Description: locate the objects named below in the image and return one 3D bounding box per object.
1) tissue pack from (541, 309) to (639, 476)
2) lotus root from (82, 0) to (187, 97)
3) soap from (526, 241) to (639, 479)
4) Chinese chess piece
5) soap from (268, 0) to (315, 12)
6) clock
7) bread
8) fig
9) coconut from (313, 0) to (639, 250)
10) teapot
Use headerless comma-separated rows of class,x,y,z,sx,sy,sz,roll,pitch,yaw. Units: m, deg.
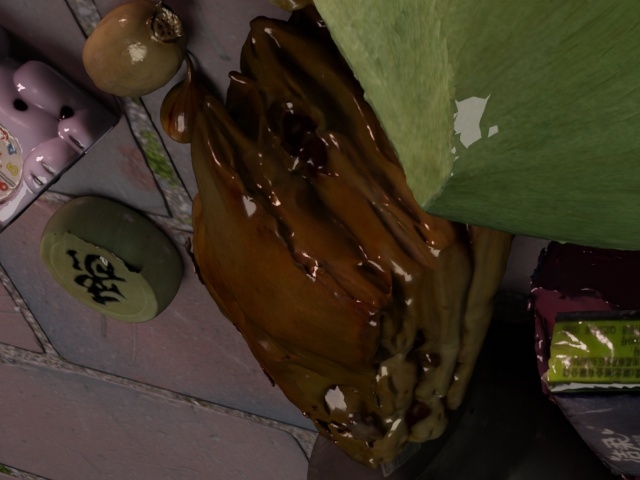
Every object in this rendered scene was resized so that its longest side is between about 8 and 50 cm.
tissue pack,0.293,0.108,1.247,0.235,0.073,0.173,-3,150,28
lotus root,-0.148,-0.153,1.441,0.073,0.062,0.150,44,150,-13
soap,0.255,0.090,1.402,0.162,0.099,0.250,-10,131,49
Chinese chess piece,-0.205,0.020,1.757,0.144,0.058,0.144,23,148,15
soap,-0.023,-0.267,1.141,0.160,0.080,0.257,0,137,40
clock,-0.325,-0.129,1.559,0.254,0.189,0.189,47,148,-11
bread,0.000,0.000,1.340,0.277,0.167,0.324,52,149,24
fig,-0.110,-0.119,1.485,0.050,0.050,0.083,15,127,26
coconut,0.133,-0.138,0.945,0.281,0.328,0.328,18,147,26
teapot,0.188,0.248,1.549,0.344,0.253,0.300,38,177,-25
